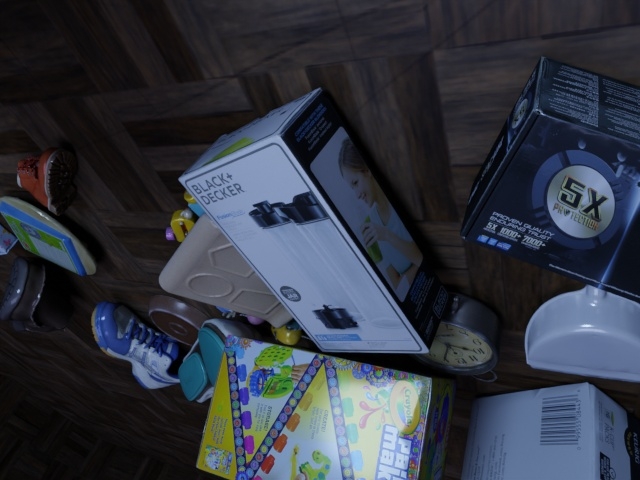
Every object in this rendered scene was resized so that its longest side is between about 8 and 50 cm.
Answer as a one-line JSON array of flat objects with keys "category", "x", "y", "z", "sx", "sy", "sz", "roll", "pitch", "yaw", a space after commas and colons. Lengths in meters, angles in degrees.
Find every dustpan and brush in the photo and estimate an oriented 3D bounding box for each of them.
[{"category": "dustpan and brush", "x": 0.301, "y": 0.081, "z": 0.531, "sx": 0.147, "sy": 0.060, "sz": 0.211, "roll": 2, "pitch": 145, "yaw": 27}]

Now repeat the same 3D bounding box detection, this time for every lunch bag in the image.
[{"category": "lunch bag", "x": -0.684, "y": -0.007, "z": 0.997, "sx": 0.083, "sy": 0.053, "sz": 0.071, "roll": -9, "pitch": 135, "yaw": 25}]

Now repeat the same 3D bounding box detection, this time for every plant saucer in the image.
[{"category": "plant saucer", "x": -0.291, "y": 0.176, "z": 1.014, "sx": 0.168, "sy": 0.029, "sz": 0.168, "roll": 16, "pitch": 144, "yaw": 12}]

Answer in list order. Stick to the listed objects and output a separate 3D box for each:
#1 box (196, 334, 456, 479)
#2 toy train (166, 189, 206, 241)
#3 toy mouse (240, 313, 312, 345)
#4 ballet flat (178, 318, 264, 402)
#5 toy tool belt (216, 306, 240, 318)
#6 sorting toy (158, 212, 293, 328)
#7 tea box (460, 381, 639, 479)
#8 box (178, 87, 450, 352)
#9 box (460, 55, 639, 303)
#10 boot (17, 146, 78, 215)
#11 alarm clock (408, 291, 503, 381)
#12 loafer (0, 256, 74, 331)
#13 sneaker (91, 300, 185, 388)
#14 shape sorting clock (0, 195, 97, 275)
[{"category": "box", "x": 0.033, "y": 0.260, "z": 0.706, "sx": 0.279, "sy": 0.177, "sz": 0.290, "roll": 7, "pitch": 167, "yaw": 22}, {"category": "toy train", "x": -0.138, "y": -0.026, "z": 0.661, "sx": 0.125, "sy": 0.046, "sz": 0.166, "roll": 16, "pitch": 141, "yaw": -21}, {"category": "toy mouse", "x": -0.078, "y": 0.134, "z": 0.831, "sx": 0.161, "sy": 0.031, "sz": 0.143, "roll": 12, "pitch": 142, "yaw": 18}, {"category": "ballet flat", "x": -0.177, "y": 0.223, "z": 0.932, "sx": 0.139, "sy": 0.139, "sz": 0.400, "roll": 32, "pitch": 147, "yaw": -9}, {"category": "toy tool belt", "x": -0.156, "y": 0.108, "z": 0.827, "sx": 0.052, "sy": 0.051, "sz": 0.083, "roll": 40, "pitch": 142, "yaw": -19}, {"category": "sorting toy", "x": -0.105, "y": 0.049, "z": 0.698, "sx": 0.208, "sy": 0.038, "sz": 0.193, "roll": 25, "pitch": 137, "yaw": -23}, {"category": "tea box", "x": 0.380, "y": 0.437, "z": 0.687, "sx": 0.323, "sy": 0.329, "sz": 0.220, "roll": 36, "pitch": 142, "yaw": -17}, {"category": "box", "x": 0.000, "y": 0.000, "z": 0.541, "sx": 0.169, "sy": 0.087, "sz": 0.290, "roll": -10, "pitch": 125, "yaw": 42}, {"category": "box", "x": 0.229, "y": -0.041, "z": 0.392, "sx": 0.180, "sy": 0.077, "sz": 0.147, "roll": 21, "pitch": 143, "yaw": 6}, {"category": "boot", "x": -0.413, "y": -0.100, "z": 0.718, "sx": 0.084, "sy": 0.059, "sz": 0.158, "roll": 38, "pitch": 144, "yaw": -9}, {"category": "alarm clock", "x": 0.183, "y": 0.134, "z": 0.649, "sx": 0.129, "sy": 0.064, "sz": 0.192, "roll": -15, "pitch": 125, "yaw": 41}, {"category": "loafer", "x": -0.624, "y": 0.131, "z": 1.095, "sx": 0.130, "sy": 0.134, "sz": 0.366, "roll": 12, "pitch": 159, "yaw": -22}, {"category": "sneaker", "x": -0.389, "y": 0.230, "z": 1.099, "sx": 0.131, "sy": 0.112, "sz": 0.296, "roll": -9, "pitch": 136, "yaw": 14}, {"category": "shape sorting clock", "x": -0.503, "y": -0.007, "z": 0.898, "sx": 0.206, "sy": 0.040, "sz": 0.206, "roll": 18, "pitch": 147, "yaw": 12}]
